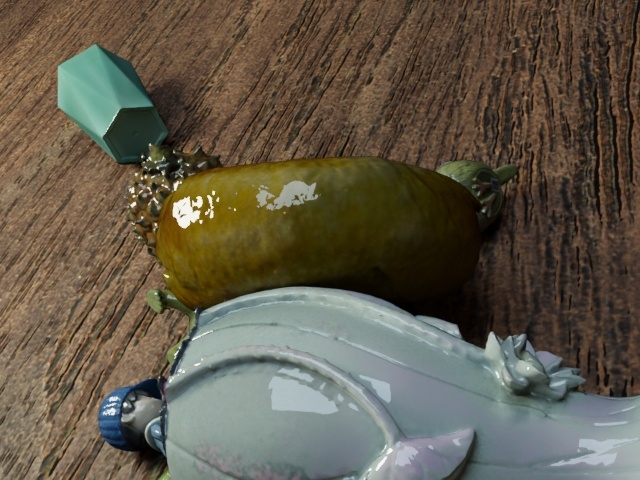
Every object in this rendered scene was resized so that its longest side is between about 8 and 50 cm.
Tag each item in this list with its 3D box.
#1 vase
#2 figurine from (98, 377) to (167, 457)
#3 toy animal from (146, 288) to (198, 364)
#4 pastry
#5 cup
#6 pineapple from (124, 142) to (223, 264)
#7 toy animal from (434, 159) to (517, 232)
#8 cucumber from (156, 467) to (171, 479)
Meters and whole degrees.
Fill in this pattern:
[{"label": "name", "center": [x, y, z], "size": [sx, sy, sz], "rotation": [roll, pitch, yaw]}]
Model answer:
[{"label": "vase", "center": [0.101, 0.175, 0.835], "size": [0.446, 0.250, 0.250], "rotation": [4, 46, 21]}, {"label": "figurine", "center": [-0.177, 0.210, 1.102], "size": [0.149, 0.086, 0.087], "rotation": [24, 82, 32]}, {"label": "toy animal", "center": [-0.105, 0.111, 1.171], "size": [0.101, 0.103, 0.219], "rotation": [-21, 25, -36]}, {"label": "pastry", "center": [0.000, 0.000, 1.054], "size": [0.356, 0.356, 0.163], "rotation": [-1, 87, 29]}, {"label": "cup", "center": [-0.348, -0.217, 1.665], "size": [0.134, 0.148, 0.235], "rotation": [-10, 35, -24]}, {"label": "pineapple", "center": [-0.179, -0.048, 1.305], "size": [0.166, 0.193, 0.166], "rotation": [-17, 30, 10]}, {"label": "toy animal", "center": [0.175, -0.057, 1.206], "size": [0.098, 0.098, 0.137], "rotation": [11, 32, 38]}, {"label": "cucumber", "center": [-0.176, 0.365, 0.887], "size": [0.145, 0.105, 0.325], "rotation": [-50, 13, 44]}]
